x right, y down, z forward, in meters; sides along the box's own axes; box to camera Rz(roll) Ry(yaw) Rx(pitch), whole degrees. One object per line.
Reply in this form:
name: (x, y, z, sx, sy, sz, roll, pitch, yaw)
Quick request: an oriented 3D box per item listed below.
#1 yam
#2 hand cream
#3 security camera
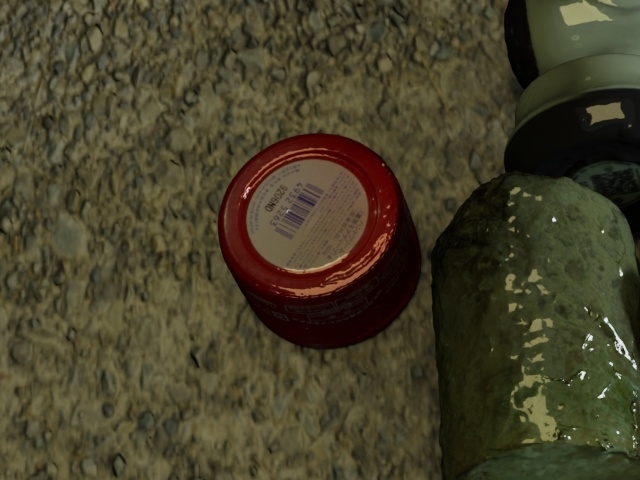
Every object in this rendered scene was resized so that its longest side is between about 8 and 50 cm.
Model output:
yam: (0.199, 0.098, 1.547, 0.195, 0.195, 0.300, -7, 63, 11)
hand cream: (0.000, 0.000, 1.683, 0.193, 0.125, 0.193, -4, 63, 9)
security camera: (0.272, -0.163, 1.668, 0.191, 0.197, 0.277, -11, 55, 18)
